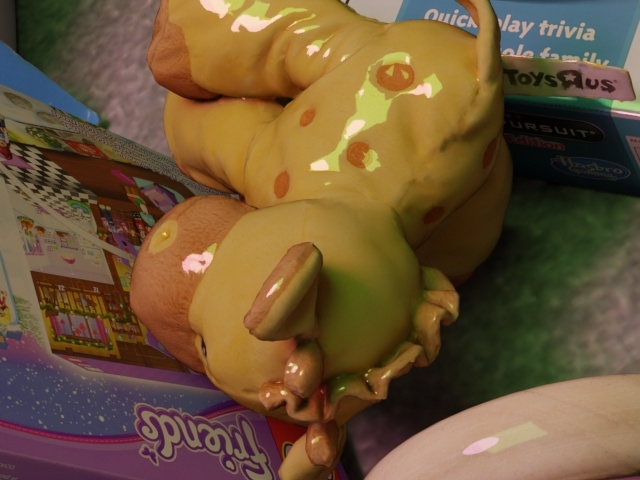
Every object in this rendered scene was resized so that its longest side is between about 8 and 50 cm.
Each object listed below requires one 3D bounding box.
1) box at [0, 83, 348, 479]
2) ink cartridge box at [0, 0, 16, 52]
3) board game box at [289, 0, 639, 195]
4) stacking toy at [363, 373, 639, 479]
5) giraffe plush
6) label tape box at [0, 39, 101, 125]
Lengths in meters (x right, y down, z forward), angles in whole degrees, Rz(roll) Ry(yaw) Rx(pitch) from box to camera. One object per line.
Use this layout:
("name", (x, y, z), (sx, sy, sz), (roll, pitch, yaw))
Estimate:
("box", (-0.122, 0.023, 0.581), (0.057, 0.293, 0.201), (-41, 51, 23))
("ink cartridge box", (-0.327, -0.179, 0.821), (0.270, 0.197, 0.198), (-13, 58, 6))
("board game box", (0.141, -0.190, 0.704), (0.253, 0.079, 0.336), (11, 69, 30))
("stacking toy", (0.112, 0.217, 0.479), (0.141, 0.141, 0.330), (-21, 64, 14))
("giraffe plush", (0.000, 0.000, 0.587), (0.210, 0.181, 0.170), (-3, 48, 42))
("label tape box", (-0.246, 0.028, 0.653), (0.115, 0.249, 0.348), (17, 72, 48))
